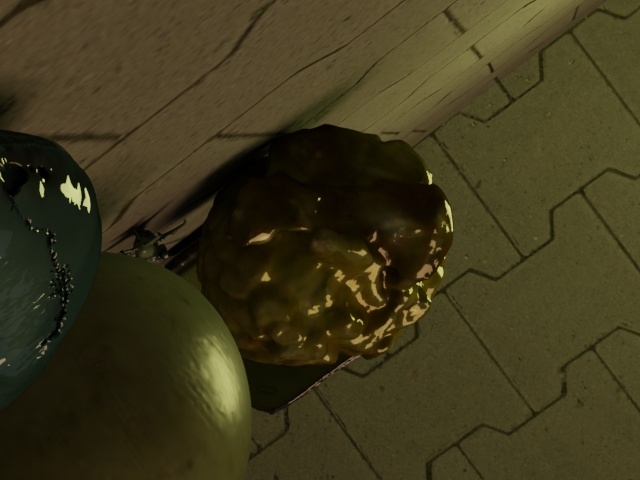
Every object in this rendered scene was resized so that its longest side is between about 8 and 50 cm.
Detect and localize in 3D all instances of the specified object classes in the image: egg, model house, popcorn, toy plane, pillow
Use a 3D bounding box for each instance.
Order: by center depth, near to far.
[{"bbox_3d":[-0.182,0.044,0.577,0.233,0.086,0.214,-35,166,-9],"label":"pillow"},{"bbox_3d":[-0.148,0.112,0.964,0.218,0.218,0.295,-37,-171,23],"label":"egg"},{"bbox_3d":[-0.142,0.006,1.251,0.080,0.033,0.083,-26,179,0],"label":"toy plane"},{"bbox_3d":[0.000,0.000,1.359,0.237,0.205,0.251,-21,162,4],"label":"popcorn"},{"bbox_3d":[-0.078,0.029,1.639,0.218,0.205,0.279,-38,149,5],"label":"model house"}]
